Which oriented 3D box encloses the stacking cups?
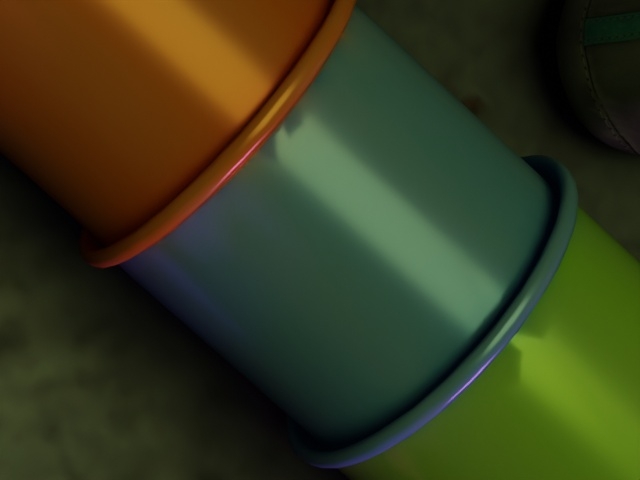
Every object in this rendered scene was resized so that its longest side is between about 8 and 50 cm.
[{"bbox_3d":[0.000,0.000,0.369,0.316,0.096,0.096,40,70,-18],"label":"stacking cups"}]

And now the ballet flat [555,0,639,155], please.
[{"bbox_3d":[0.162,-0.051,0.469,0.213,0.068,0.072,-5,89,-28],"label":"ballet flat"}]
